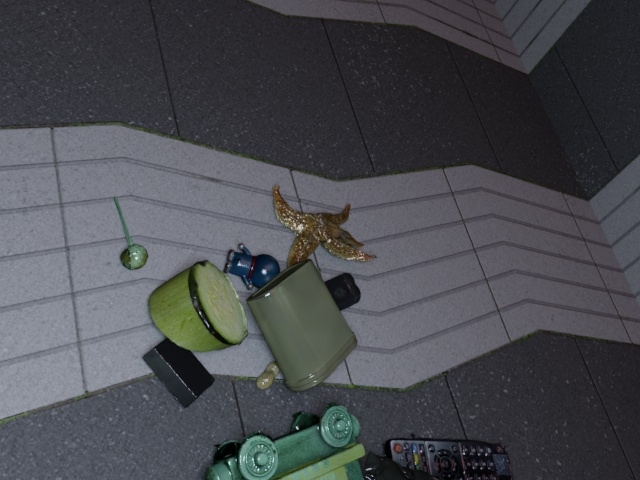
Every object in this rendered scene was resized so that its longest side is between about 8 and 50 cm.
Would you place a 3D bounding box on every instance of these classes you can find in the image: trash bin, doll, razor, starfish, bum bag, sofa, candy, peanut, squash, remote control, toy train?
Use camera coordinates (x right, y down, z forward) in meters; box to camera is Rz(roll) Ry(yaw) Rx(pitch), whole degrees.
[{"bbox_3d":[-0.044,0.199,1.598,0.243,0.121,0.248,-38,103,-51],"label":"trash bin"},{"bbox_3d":[-0.164,0.072,1.672,0.151,0.085,0.114,16,68,-14],"label":"doll"},{"bbox_3d":[0.038,0.146,1.785,0.148,0.054,0.090,-18,74,-41],"label":"razor"},{"bbox_3d":[0.023,-0.007,1.854,0.293,0.084,0.302,5,55,-32],"label":"starfish"},{"bbox_3d":[0.194,0.583,1.516,0.326,0.079,0.142,33,46,-37],"label":"bum bag"},{"bbox_3d":[-0.310,0.284,1.452,0.147,0.060,0.085,49,29,0],"label":"sofa"},{"bbox_3d":[-0.454,-0.020,1.550,0.061,0.061,0.203,-5,57,-38],"label":"candy"},{"bbox_3d":[-0.122,0.318,1.572,0.037,0.037,0.083,39,49,-8],"label":"peanut"},{"bbox_3d":[-0.265,0.166,1.518,0.220,0.133,0.220,47,20,-23],"label":"squash"},{"bbox_3d":[0.329,0.576,1.713,0.398,0.062,0.145,11,56,-28],"label":"remote control"},{"bbox_3d":[-0.054,0.509,1.422,0.396,0.160,0.254,-9,76,-40],"label":"toy train"}]
